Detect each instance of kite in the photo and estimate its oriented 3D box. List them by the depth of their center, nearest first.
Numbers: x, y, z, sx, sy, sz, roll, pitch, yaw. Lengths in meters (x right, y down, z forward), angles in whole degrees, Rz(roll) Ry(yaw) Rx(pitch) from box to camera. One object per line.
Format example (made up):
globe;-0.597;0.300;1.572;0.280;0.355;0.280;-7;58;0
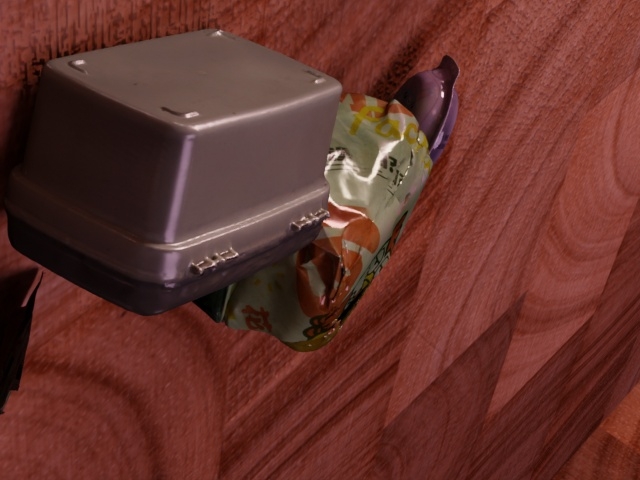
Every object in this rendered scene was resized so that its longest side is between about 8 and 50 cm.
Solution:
kite;-0.221;0.126;0.924;0.229;0.012;0.250;-41;-150;61

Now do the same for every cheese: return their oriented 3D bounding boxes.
cheese;0.071;-0.076;1.280;0.191;0.042;0.105;-63;-159;16

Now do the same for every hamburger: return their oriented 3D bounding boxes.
hamburger;-0.002;0.001;1.181;0.214;0.125;0.235;-39;158;-45

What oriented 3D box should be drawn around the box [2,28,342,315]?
box;-0.086;-0.049;0.917;0.210;0.148;0.129;-24;135;-56
